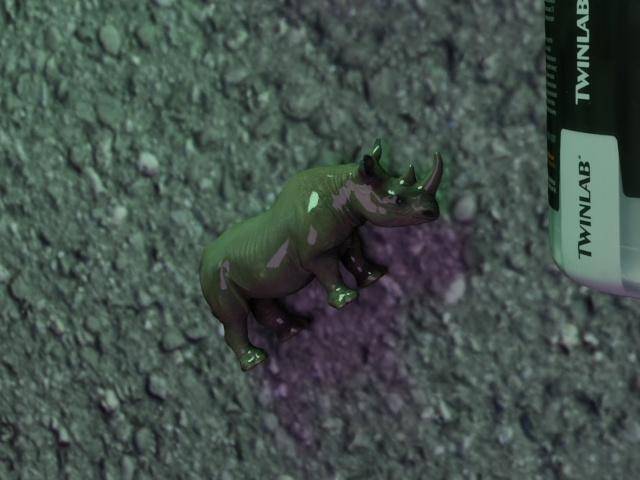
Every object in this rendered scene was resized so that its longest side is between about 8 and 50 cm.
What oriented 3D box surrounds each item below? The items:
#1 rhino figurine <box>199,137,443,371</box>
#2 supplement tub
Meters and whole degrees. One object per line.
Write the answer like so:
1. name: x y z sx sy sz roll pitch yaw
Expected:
1. rhino figurine: 0.000 0.000 0.997 0.243 0.073 0.106 -36 91 26
2. supplement tub: 0.238 -0.132 0.790 0.194 0.193 0.316 2 105 23
